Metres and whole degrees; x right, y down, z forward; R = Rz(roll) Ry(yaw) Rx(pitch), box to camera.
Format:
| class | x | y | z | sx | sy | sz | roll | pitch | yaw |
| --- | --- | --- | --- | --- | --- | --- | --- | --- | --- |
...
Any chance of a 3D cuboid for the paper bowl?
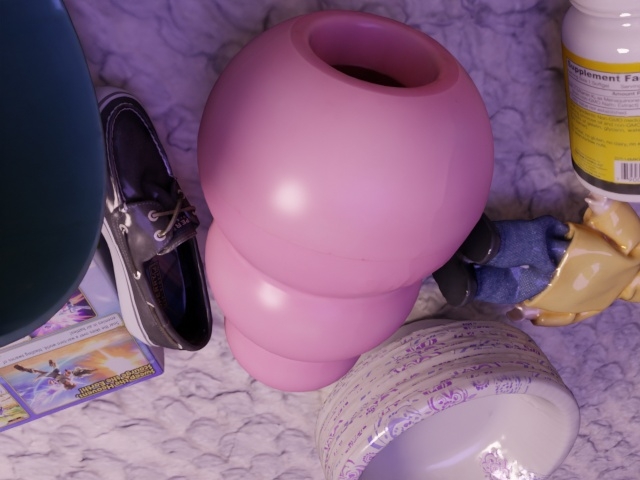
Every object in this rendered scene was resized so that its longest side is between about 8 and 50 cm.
| class | x | y | z | sx | sy | sz | roll | pitch | yaw |
| --- | --- | --- | --- | --- | --- | --- | --- | --- | --- |
| paper bowl | 0.133 | 0.204 | 0.727 | 0.284 | 0.148 | 0.284 | -9 | 128 | -12 |

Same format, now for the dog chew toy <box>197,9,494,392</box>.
| class | x | y | z | sx | sy | sz | roll | pitch | yaw |
| --- | --- | --- | --- | --- | --- | --- | --- | --- | --- |
| dog chew toy | 0.000 | 0.000 | 0.502 | 0.206 | 0.207 | 0.332 | 0 | 134 | -18 |

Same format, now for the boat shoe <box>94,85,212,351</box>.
| class | x | y | z | sx | sy | sz | roll | pitch | yaw |
| --- | --- | --- | --- | --- | --- | --- | --- | --- | --- |
| boat shoe | -0.128 | -0.005 | 0.497 | 0.080 | 0.076 | 0.229 | -37 | 132 | -49 |

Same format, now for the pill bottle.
| class | x | y | z | sx | sy | sz | roll | pitch | yaw |
| --- | --- | --- | --- | --- | --- | --- | --- | --- | --- |
| pill bottle | 0.264 | -0.144 | 0.524 | 0.119 | 0.119 | 0.208 | -24 | 130 | 0 |

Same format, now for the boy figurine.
| class | x | y | z | sx | sy | sz | roll | pitch | yaw |
| --- | --- | --- | --- | --- | --- | --- | --- | --- | --- |
| boy figurine | 0.267 | 0.017 | 0.667 | 0.285 | 0.092 | 0.177 | 2 | 125 | -21 |

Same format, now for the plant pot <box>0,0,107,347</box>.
| class | x | y | z | sx | sy | sz | roll | pitch | yaw |
| --- | --- | --- | --- | --- | --- | --- | --- | --- | --- |
| plant pot | -0.289 | -0.065 | 0.308 | 0.235 | 0.293 | 0.293 | -14 | 131 | 12 |

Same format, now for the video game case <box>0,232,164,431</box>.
| class | x | y | z | sx | sy | sz | roll | pitch | yaw |
| --- | --- | --- | --- | --- | --- | --- | --- | --- | --- |
| video game case | -0.304 | 0.063 | 0.531 | 0.269 | 0.061 | 0.244 | -19 | 129 | -4 |
